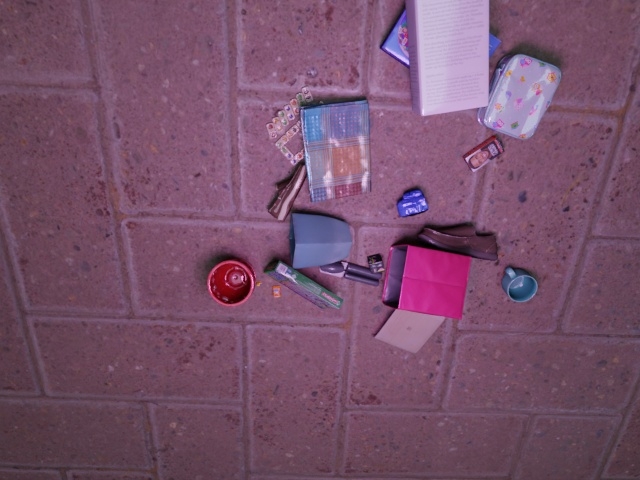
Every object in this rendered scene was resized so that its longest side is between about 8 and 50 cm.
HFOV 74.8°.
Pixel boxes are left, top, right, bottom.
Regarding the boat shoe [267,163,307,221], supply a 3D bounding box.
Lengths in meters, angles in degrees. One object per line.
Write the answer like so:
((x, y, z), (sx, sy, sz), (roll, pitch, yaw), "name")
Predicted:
((-0.137, -0.200, 1.675), (0.095, 0.095, 0.257), (28, 108, -1), "boat shoe")

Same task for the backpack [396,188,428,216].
((0.369, -0.149, 1.702), (0.120, 0.098, 0.101), (-21, 90, 17), "backpack")

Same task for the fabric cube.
((0.421, 0.164, 1.705), (0.258, 0.254, 0.259), (10, 87, -6), "fabric cube")

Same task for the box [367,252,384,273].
((0.238, 0.100, 1.805), (0.062, 0.083, 0.052), (-15, 112, 5), "box")

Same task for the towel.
((0.069, -0.341, 1.610), (0.271, 0.040, 0.370), (-12, 114, -13), "towel")

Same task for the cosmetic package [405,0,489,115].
((0.411, -0.661, 1.368), (0.230, 0.161, 0.453), (-7, 112, 2), "cosmetic package")

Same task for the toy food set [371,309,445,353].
((0.404, 0.377, 1.930), (0.219, 0.092, 0.306), (24, 118, -10), "toy food set")

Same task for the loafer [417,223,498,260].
((0.579, -0.008, 1.759), (0.365, 0.134, 0.130), (12, 89, -16), "loafer")

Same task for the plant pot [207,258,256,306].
((-0.366, 0.169, 1.761), (0.191, 0.174, 0.191), (0, 93, -4), "plant pot")

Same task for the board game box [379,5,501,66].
((0.420, -0.694, 1.485), (0.347, 0.078, 0.233), (29, 109, -12), "board game box")

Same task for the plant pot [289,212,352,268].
((0.000, 0.000, 1.699), (0.234, 0.165, 0.166), (-2, 142, -10), "plant pot")

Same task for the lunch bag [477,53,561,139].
((0.721, -0.533, 1.540), (0.224, 0.108, 0.279), (17, 110, -4), "lunch bag")

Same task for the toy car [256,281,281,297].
((-0.233, 0.227, 1.875), (0.122, 0.040, 0.060), (13, 112, -6), "toy car")

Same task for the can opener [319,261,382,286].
((0.130, 0.146, 1.817), (0.283, 0.095, 0.076), (15, 112, -7), "can opener")

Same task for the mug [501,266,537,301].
((0.868, 0.178, 1.839), (0.129, 0.097, 0.158), (-5, 112, 2), "mug")

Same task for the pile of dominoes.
((-0.077, -0.436, 1.605), (0.251, 0.040, 0.196), (-40, 108, 14), "pile of dominoes")

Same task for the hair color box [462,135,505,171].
((0.643, -0.342, 1.651), (0.141, 0.043, 0.072), (-35, 109, 13), "hair color box")

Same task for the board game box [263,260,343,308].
((-0.077, 0.194, 1.780), (0.317, 0.213, 0.046), (33, 72, -13), "board game box")
